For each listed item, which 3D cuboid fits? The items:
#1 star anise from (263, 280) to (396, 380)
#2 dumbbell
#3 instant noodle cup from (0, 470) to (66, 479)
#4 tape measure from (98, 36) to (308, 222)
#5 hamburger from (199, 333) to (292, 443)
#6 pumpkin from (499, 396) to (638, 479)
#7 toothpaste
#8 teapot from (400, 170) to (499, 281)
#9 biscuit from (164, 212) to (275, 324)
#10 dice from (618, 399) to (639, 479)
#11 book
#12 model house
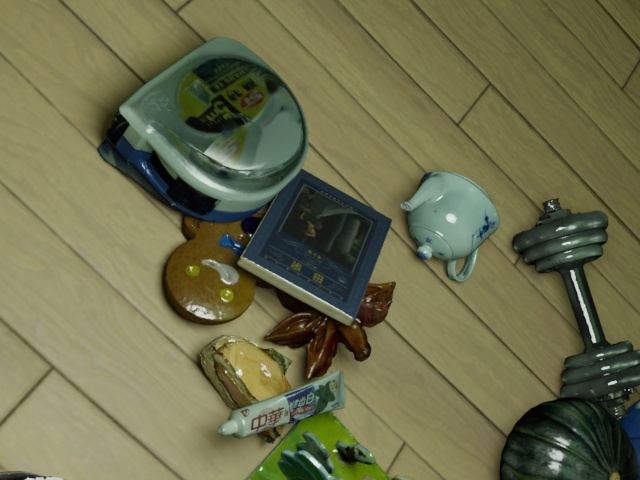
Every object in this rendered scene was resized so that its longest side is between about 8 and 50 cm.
[{"bbox_3d":[0.017,0.127,1.431,0.212,0.111,0.196,2,38,-9],"label":"star anise"},{"bbox_3d":[0.472,0.119,1.659,0.179,0.179,0.406,-8,77,-32],"label":"dumbbell"},{"bbox_3d":[-0.345,0.372,1.085,0.217,0.207,0.217,9,69,-25],"label":"instant noodle cup"},{"bbox_3d":[-0.155,-0.161,1.395,0.262,0.138,0.259,43,57,3],"label":"tape measure"},{"bbox_3d":[-0.097,0.203,1.362,0.176,0.087,0.102,53,47,-8],"label":"hamburger"},{"bbox_3d":[0.396,0.374,1.515,0.250,0.216,0.250,-15,115,-36],"label":"pumpkin"},{"bbox_3d":[-0.049,0.237,1.306,0.233,0.038,0.060,-11,104,-42],"label":"toothpaste"},{"bbox_3d":[0.213,-0.023,1.587,0.232,0.159,0.159,54,51,-38],"label":"teapot"},{"bbox_3d":[-0.141,0.027,1.403,0.180,0.039,0.236,33,56,-3],"label":"biscuit"},{"bbox_3d":[0.635,0.367,1.684,0.146,0.146,0.143,-41,97,-34],"label":"dice"},{"bbox_3d":[0.000,0.000,1.441,0.191,0.025,0.269,29,38,-2],"label":"book"},{"bbox_3d":[0.094,0.384,1.273,0.357,0.313,0.242,51,54,-4],"label":"model house"}]
